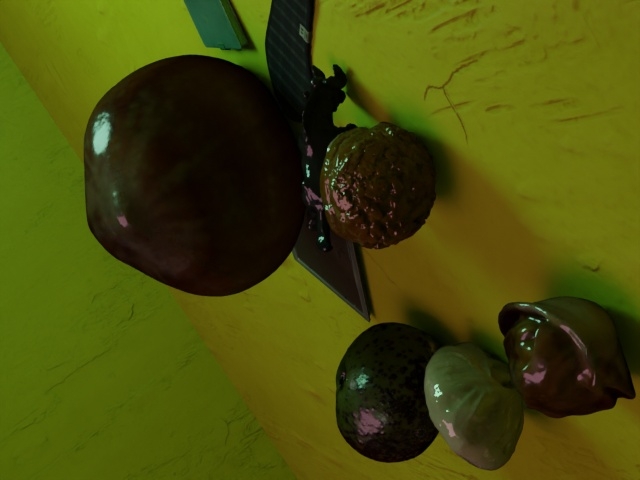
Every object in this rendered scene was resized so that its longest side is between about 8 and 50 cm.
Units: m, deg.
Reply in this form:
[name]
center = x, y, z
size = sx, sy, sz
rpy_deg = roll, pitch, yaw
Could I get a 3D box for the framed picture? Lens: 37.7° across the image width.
[framed picture]
center = 0.000, 0.000, 1.582
size = 0.216, 0.016, 0.273
rpy_deg = 40, 158, 34

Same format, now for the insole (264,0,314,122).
[insole]
center = -0.040, -0.255, 1.241
size = 0.110, 0.012, 0.309
rpy_deg = 50, 162, 15

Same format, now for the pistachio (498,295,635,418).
[pistachio]
center = 0.261, 0.131, 1.021
size = 0.165, 0.130, 0.210
rpy_deg = 40, 174, 15

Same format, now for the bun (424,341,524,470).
[bun]
center = 0.224, 0.219, 1.278
size = 0.183, 0.102, 0.183
rpy_deg = 41, -149, -32

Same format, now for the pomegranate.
[pomegranate]
center = 0.143, 0.244, 1.434
size = 0.248, 0.214, 0.214
rpy_deg = 21, 163, -7

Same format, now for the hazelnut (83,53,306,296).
[hazelnut]
center = -0.188, -0.088, 1.387
size = 0.366, 0.366, 0.365
rpy_deg = 46, 160, 22

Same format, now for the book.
[book]
center = -0.158, -0.329, 1.386
size = 0.135, 0.017, 0.103
rpy_deg = 21, 140, 58

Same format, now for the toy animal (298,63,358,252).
[toy animal]
center = 0.002, -0.100, 1.192
size = 0.148, 0.085, 0.232
rpy_deg = 8, -96, -71

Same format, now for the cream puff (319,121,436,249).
[cream puff]
center = 0.076, -0.063, 1.108
size = 0.115, 0.150, 0.165
rpy_deg = 19, -172, 33
